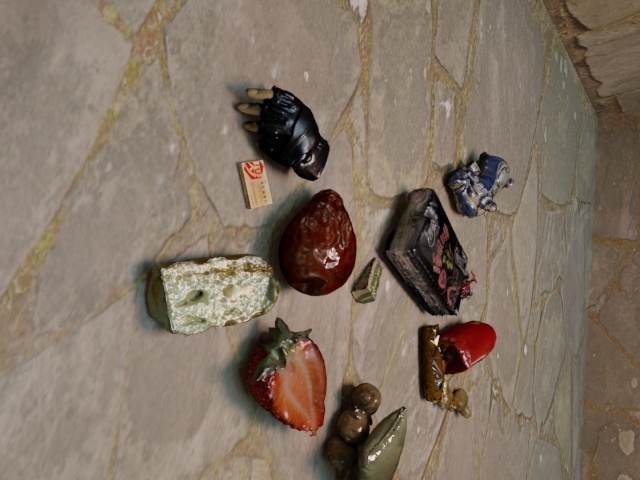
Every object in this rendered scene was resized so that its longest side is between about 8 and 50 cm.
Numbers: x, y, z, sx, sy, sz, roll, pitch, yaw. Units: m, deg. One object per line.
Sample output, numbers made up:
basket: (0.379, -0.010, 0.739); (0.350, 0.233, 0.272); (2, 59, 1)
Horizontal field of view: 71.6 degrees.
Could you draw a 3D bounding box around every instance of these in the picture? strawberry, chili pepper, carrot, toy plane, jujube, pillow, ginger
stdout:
strawberry: (-0.057, 0.280, 0.901); (0.174, 0.098, 0.228); (-56, 128, -31)
chili pepper: (0.499, 0.322, 1.439); (0.338, 0.134, 0.131); (-8, 71, -42)
carrot: (0.332, 0.363, 1.322); (0.069, 0.069, 0.228); (-1, 88, -46)
toy plane: (0.498, 0.159, 1.520); (0.145, 0.037, 0.060); (-36, 103, -36)
jujube: (0.000, 0.000, 0.944); (0.168, 0.168, 0.236); (42, 44, -36)
pillow: (0.132, 0.533, 1.038); (0.185, 0.075, 0.302); (-34, 139, -43)
ginger: (0.078, 0.432, 1.037); (0.204, 0.080, 0.104); (-62, 160, -19)
ginger: (0.420, 0.498, 1.414); (0.176, 0.053, 0.193); (-14, 90, -46)

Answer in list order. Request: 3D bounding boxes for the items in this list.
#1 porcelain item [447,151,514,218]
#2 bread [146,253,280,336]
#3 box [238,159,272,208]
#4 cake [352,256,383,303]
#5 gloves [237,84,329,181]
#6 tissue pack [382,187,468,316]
porcelain item: (0.540, -0.203, 1.531); (0.186, 0.138, 0.288); (51, 57, -10)
bread: (-0.185, 0.092, 0.790); (0.232, 0.088, 0.128); (-6, 83, -39)
box: (-0.132, -0.114, 0.900); (0.058, 0.015, 0.093); (-21, 103, -46)
cake: (0.136, 0.099, 1.140); (0.051, 0.055, 0.140); (53, 52, -22)
gloves: (-0.075, -0.231, 0.904); (0.203, 0.124, 0.164); (41, 41, -45)
tissue pack: (0.318, 0.037, 1.287); (0.332, 0.123, 0.245); (51, 49, -35)
